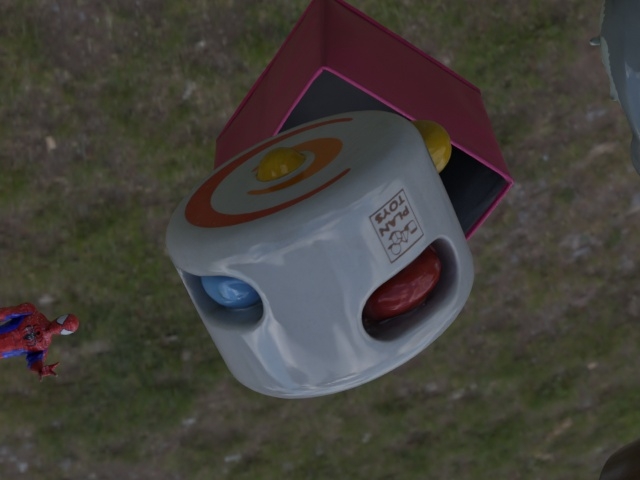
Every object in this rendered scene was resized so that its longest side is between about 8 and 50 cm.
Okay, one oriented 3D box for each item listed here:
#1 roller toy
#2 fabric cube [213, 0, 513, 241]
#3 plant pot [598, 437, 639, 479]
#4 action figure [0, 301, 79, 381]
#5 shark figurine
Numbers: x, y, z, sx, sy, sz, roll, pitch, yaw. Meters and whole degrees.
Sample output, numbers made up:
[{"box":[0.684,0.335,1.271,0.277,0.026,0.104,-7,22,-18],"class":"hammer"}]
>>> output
[{"box":[0.000,0.000,0.819,0.209,0.191,0.146,-20,113,12],"class":"roller toy"},{"box":[0.035,-0.093,1.388,0.254,0.258,0.259,28,115,-18],"class":"fabric cube"},{"box":[0.343,0.220,1.038,0.167,0.167,0.165,4,155,-24],"class":"plant pot"},{"box":[-0.431,0.142,1.454,0.280,0.091,0.139,-17,-173,-18],"class":"action figure"},{"box":[0.318,-0.195,1.113,0.116,0.278,0.166,-22,131,34],"class":"shark figurine"}]
